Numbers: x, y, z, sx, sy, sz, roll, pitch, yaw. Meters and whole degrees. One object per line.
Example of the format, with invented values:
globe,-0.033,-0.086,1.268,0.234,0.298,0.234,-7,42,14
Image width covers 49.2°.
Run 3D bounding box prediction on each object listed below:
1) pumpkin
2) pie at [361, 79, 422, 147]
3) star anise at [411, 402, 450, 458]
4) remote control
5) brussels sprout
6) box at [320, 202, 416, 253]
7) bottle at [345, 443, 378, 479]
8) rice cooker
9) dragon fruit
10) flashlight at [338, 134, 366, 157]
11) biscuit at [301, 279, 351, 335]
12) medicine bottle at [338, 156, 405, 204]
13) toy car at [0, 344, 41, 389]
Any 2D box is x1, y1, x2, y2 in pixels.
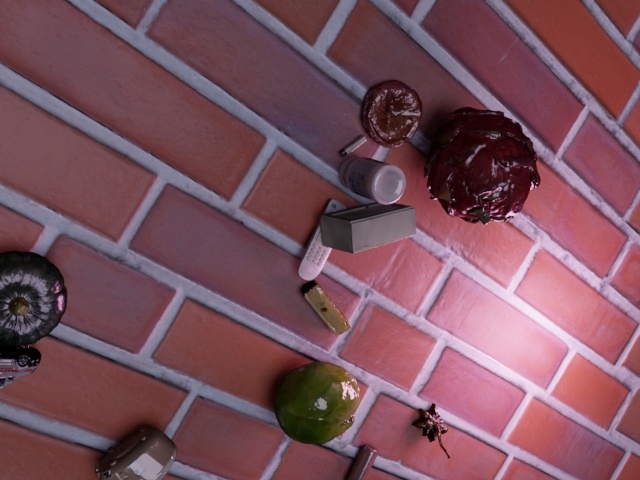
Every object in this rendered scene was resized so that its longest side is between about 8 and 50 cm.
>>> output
pumpkin,-0.650,0.125,1.491,0.212,0.152,0.211,0,91,-21
pie,0.193,-0.339,1.877,0.183,0.049,0.182,-6,106,-22
star anise,0.369,0.613,2.234,0.097,0.070,0.190,-36,106,-27
remote control,0.000,0.000,1.876,0.073,0.044,0.229,29,81,-35
brussels sprout,-0.006,0.441,1.911,0.244,0.244,0.244,-8,108,-26
box,0.129,-0.040,1.857,0.225,0.130,0.086,-15,108,-36
bottle,0.126,0.694,2.139,0.053,0.053,0.140,26,90,-32
rice cooker,-0.457,0.556,1.731,0.206,0.145,0.127,-33,105,-13
dragon fruit,0.436,-0.203,1.906,0.329,0.329,0.329,-8,108,-26
flashlight,0.085,-0.251,1.861,0.083,0.018,0.018,-38,119,-15
biscuit,0.014,0.188,1.933,0.056,0.052,0.188,-38,118,0
medicine bottle,0.130,-0.160,1.813,0.103,0.187,0.102,-9,109,-27
toy car,-0.728,0.279,1.532,0.210,0.089,0.108,7,101,-28
